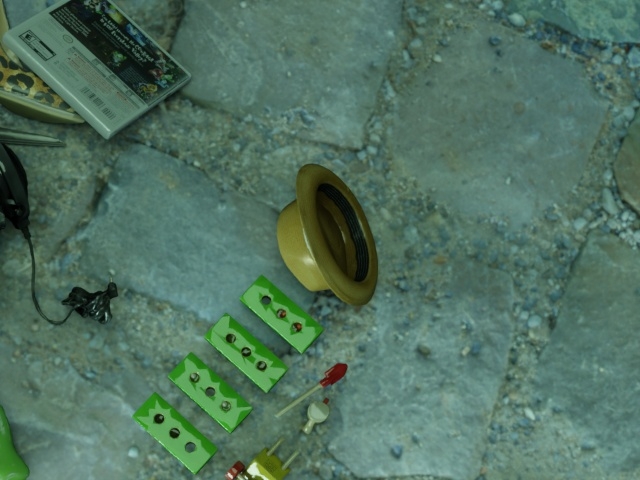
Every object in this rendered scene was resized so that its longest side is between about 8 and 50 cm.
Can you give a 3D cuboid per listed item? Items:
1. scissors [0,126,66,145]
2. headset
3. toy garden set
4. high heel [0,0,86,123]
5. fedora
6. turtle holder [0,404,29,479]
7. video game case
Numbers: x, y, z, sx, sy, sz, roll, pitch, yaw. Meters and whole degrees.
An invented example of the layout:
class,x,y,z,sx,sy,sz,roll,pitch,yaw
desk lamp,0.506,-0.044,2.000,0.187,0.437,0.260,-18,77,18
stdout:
class,x,y,z,sx,sy,sz,roll,pitch,yaw
scissors,-0.490,-0.140,1.755,0.297,0.021,0.109,23,75,-1
headset,-0.429,-0.016,1.609,0.394,0.185,0.243,37,78,-27
toy garden set,-0.081,0.202,1.699,0.204,0.049,0.244,41,76,6
high heel,-0.389,-0.265,1.753,0.261,0.093,0.186,20,77,5
fedora,0.000,0.000,1.717,0.079,0.194,0.194,-23,78,28
turtle holder,-0.526,0.245,1.564,0.243,0.320,0.227,-12,71,21
video game case,-0.290,-0.237,1.750,0.190,0.022,0.173,43,48,4
